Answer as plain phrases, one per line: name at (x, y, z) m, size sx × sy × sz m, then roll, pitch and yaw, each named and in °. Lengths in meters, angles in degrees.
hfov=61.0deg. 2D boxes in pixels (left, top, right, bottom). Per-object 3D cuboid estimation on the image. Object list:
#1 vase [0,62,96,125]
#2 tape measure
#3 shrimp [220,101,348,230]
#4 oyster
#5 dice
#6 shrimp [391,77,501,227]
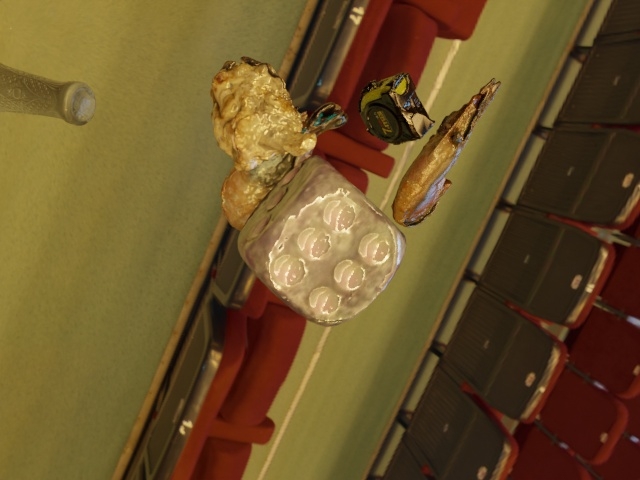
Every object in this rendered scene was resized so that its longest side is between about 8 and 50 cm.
vase at (-0.510, -0.258, 0.961) m, size 0.096 × 0.219 × 0.096 m, roll 13°, pitch 90°, yaw -76°
tape measure at (0.198, -0.360, 1.492) m, size 0.112 × 0.186 × 0.199 m, roll -46°, pitch 116°, yaw -26°
shrimp at (-0.098, -0.196, 1.482) m, size 0.221 × 0.110 × 0.446 m, roll 45°, pitch 103°, yaw 7°
oyster at (-0.093, -0.181, 0.796) m, size 0.190 × 0.081 × 0.164 m, roll 14°, pitch 105°, yaw 12°
dice at (0.000, 0.000, 1.173) m, size 0.270 × 0.271 × 0.270 m, roll 41°, pitch 95°, yaw -18°
shrimp at (0.193, -0.137, 0.854) m, size 0.262 × 0.066 × 0.117 m, roll -56°, pitch 157°, yaw 20°
